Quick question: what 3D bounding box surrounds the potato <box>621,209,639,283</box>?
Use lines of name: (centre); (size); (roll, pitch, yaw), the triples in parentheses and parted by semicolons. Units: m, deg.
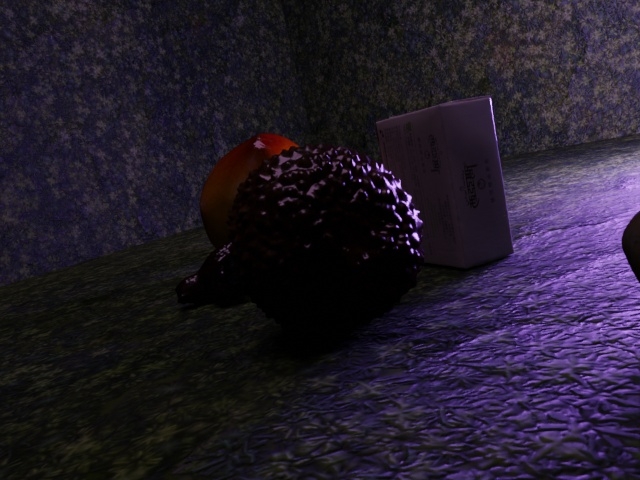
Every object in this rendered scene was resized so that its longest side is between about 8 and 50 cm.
potato: (0.371, -0.002, 0.491); (0.178, 0.160, 0.235); (24, -22, -19)

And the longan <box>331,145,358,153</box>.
longan: (0.041, -0.151, 1.736); (0.258, 0.257, 0.258); (-13, 8, 2)

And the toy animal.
toy animal: (-0.191, 0.052, 1.113); (0.180, 0.116, 0.218); (-14, 15, -13)

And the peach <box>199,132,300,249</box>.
peach: (-0.126, -0.096, 1.369); (0.289, 0.307, 0.289); (4, 12, -1)

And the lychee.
lychee: (0.000, 0.000, 0.770); (0.272, 0.271, 0.271); (-13, 8, 2)

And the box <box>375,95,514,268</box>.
box: (0.202, -0.093, 0.987); (0.111, 0.260, 0.194); (-12, 8, -23)
